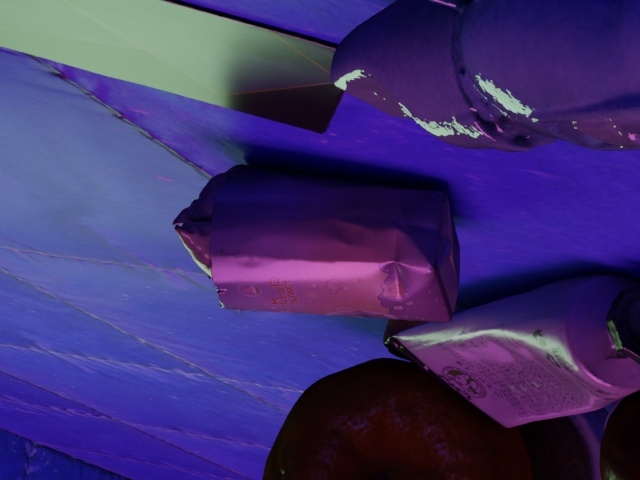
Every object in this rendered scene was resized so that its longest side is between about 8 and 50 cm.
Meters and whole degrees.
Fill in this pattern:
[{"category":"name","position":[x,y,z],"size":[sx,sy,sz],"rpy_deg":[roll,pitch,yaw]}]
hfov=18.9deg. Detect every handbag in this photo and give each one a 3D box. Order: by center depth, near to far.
[{"category":"handbag","position":[0.000,0.000,1.212],"size":[0.173,0.095,0.117],"rpy_deg":[4,160,10]}]

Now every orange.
[{"category":"orange","position":[0.059,0.219,1.605],"size":[0.249,0.249,0.183],"rpy_deg":[9,161,21]}]

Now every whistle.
[{"category":"whistle","position":[0.095,-0.078,0.773],"size":[0.186,0.093,0.274],"rpy_deg":[22,168,-30]}]

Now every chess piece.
[{"category":"chess piece","position":[0.245,0.239,1.772],"size":[0.195,0.194,0.299],"rpy_deg":[5,173,34]}]

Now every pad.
[{"category":"pad","position":[-0.104,-0.109,1.037],"size":[0.243,0.004,0.163],"rpy_deg":[15,167,-3]}]

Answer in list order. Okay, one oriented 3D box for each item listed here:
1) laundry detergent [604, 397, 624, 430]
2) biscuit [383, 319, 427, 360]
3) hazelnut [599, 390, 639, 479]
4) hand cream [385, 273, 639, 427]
[{"category":"laundry detergent","position":[0.355,0.224,1.446],"size":[0.088,0.159,0.335],"rpy_deg":[-19,-133,-37]},{"category":"biscuit","position":[0.150,0.091,1.535],"size":[0.144,0.040,0.236],"rpy_deg":[16,167,-27]},{"category":"hazelnut","position":[0.297,0.149,1.313],"size":[0.178,0.204,0.178],"rpy_deg":[52,-174,-8]},{"category":"hand cream","position":[0.153,0.083,1.376],"size":[0.121,0.076,0.336],"rpy_deg":[40,159,-8]}]
